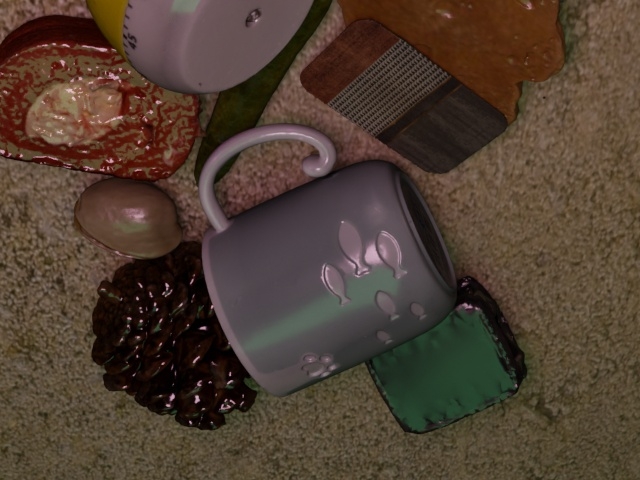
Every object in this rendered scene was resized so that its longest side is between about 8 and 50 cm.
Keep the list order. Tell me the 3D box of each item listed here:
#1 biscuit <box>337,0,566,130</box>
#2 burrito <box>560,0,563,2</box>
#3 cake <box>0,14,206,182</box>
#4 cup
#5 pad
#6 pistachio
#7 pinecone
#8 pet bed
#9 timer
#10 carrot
[{"bbox_3d":[0.161,-0.283,1.371,0.269,0.051,0.376,-6,133,28],"label":"biscuit"},{"bbox_3d":[0.228,-0.400,1.317,0.096,0.066,0.309,-15,129,5],"label":"burrito"},{"bbox_3d":[-0.278,-0.183,1.415,0.283,0.151,0.176,10,114,-9],"label":"cake"},{"bbox_3d":[0.000,0.000,1.504,0.275,0.259,0.356,-24,111,14],"label":"cup"},{"bbox_3d":[0.142,-0.190,1.394,0.250,0.055,0.323,32,160,-18],"label":"pad"},{"bbox_3d":[-0.262,-0.031,1.548,0.149,0.113,0.113,4,126,-6],"label":"pistachio"},{"bbox_3d":[-0.193,0.142,1.604,0.244,0.244,0.309,-25,133,16],"label":"pinecone"},{"bbox_3d":[0.190,0.172,1.697,0.211,0.159,0.183,-28,97,16],"label":"pet bed"},{"bbox_3d":[-0.161,-0.326,1.263,0.285,0.285,0.285,-1,127,-1],"label":"timer"},{"bbox_3d":[-0.087,-0.201,1.456,0.074,0.074,0.358,22,126,-17],"label":"carrot"}]
